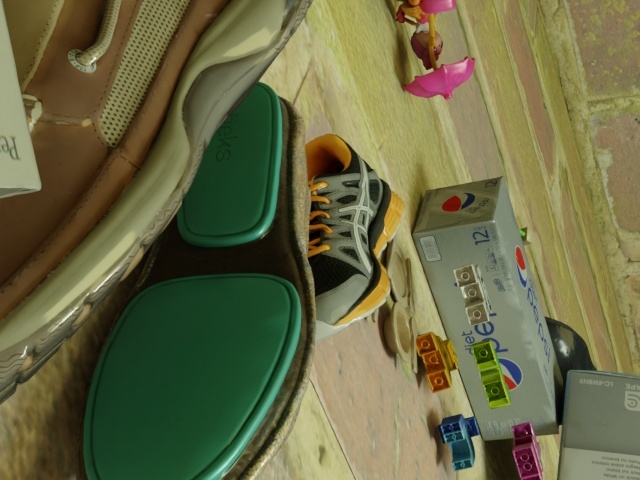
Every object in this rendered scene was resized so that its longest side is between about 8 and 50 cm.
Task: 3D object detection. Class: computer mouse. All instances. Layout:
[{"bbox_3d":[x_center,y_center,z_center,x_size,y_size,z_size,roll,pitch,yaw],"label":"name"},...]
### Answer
[{"bbox_3d":[0.297,0.184,1.414,0.272,0.188,0.072,45,49,-42],"label":"computer mouse"}]

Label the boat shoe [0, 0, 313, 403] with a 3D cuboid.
[{"bbox_3d":[-0.110,-0.049,0.473,0.116,0.123,0.324,38,42,-11],"label":"boat shoe"}]

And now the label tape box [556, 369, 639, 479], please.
[{"bbox_3d":[0.319,0.353,1.283,0.249,0.115,0.347,65,31,-61],"label":"label tape box"}]

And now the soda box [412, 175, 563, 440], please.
[{"bbox_3d":[0.189,0.079,1.242,0.098,0.091,0.286,-67,141,-55],"label":"soda box"}]

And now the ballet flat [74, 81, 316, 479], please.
[{"bbox_3d":[-0.045,0.043,0.596,0.316,0.108,0.106,-79,164,-46],"label":"ballet flat"}]

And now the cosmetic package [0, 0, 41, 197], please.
[{"bbox_3d":[-0.186,-0.149,0.284,0.160,0.113,0.309,-16,94,-71],"label":"cosmetic package"}]

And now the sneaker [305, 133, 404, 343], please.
[{"bbox_3d":[0.000,0.000,0.792,0.083,0.084,0.215,56,23,-21],"label":"sneaker"}]

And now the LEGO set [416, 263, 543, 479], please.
[{"bbox_3d":[0.146,0.134,1.108,0.093,0.087,0.227,-36,109,-75],"label":"LEGO set"}]

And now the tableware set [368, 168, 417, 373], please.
[{"bbox_3d":[0.059,0.031,1.012,0.168,0.020,0.141,59,27,-44],"label":"tableware set"}]

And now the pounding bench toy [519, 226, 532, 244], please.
[{"bbox_3d":[0.208,-0.013,1.360,0.065,0.083,0.052,51,34,-55],"label":"pounding bench toy"}]

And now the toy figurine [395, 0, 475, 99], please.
[{"bbox_3d":[0.113,-0.235,1.234,0.173,0.130,0.159,-116,-165,-55],"label":"toy figurine"}]
